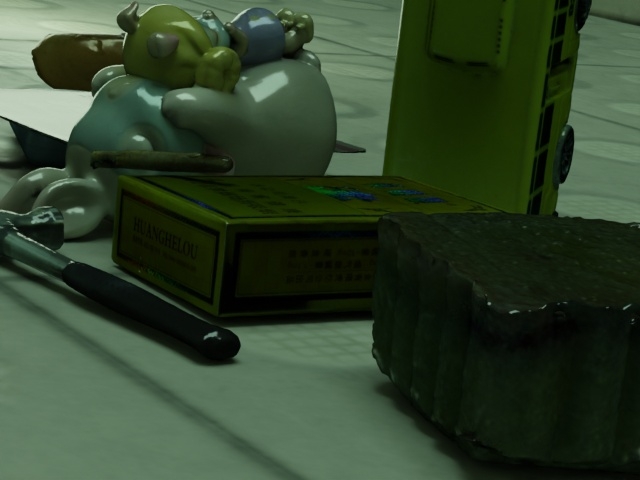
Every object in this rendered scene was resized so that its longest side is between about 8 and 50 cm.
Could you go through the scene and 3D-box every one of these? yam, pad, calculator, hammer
[{"bbox_3d":[-0.100,-0.050,1.124,0.107,0.014,0.014,3,9,31],"label":"yam"},{"bbox_3d":[-0.131,-0.096,1.431,0.202,0.005,0.300,22,16,40],"label":"pad"},{"bbox_3d":[-0.188,-0.088,1.462,0.121,0.039,0.210,3,14,-15],"label":"calculator"},{"bbox_3d":[-0.135,0.024,1.021,0.103,0.029,0.246,-4,18,-41],"label":"hammer"}]

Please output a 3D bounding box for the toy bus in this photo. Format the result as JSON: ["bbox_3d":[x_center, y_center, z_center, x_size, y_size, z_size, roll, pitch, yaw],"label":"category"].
[{"bbox_3d":[0.127,-0.138,1.356,0.128,0.262,0.150,11,16,19],"label":"toy bus"}]

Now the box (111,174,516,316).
[{"bbox_3d":[0.000,-0.001,1.117,0.220,0.064,0.141,-3,14,-33],"label":"box"}]

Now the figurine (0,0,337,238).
[{"bbox_3d":[-0.107,-0.078,1.221,0.235,0.155,0.127,-10,35,-41],"label":"figurine"}]

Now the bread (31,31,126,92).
[{"bbox_3d":[-0.178,-0.157,1.695,0.189,0.077,0.114,5,-7,-7],"label":"bread"}]

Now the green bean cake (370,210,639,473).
[{"bbox_3d":[0.126,0.049,0.895,0.173,0.094,0.181,2,14,-20],"label":"green bean cake"}]
